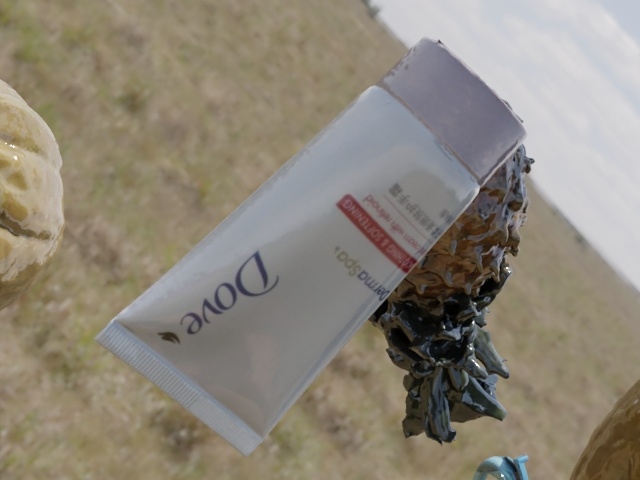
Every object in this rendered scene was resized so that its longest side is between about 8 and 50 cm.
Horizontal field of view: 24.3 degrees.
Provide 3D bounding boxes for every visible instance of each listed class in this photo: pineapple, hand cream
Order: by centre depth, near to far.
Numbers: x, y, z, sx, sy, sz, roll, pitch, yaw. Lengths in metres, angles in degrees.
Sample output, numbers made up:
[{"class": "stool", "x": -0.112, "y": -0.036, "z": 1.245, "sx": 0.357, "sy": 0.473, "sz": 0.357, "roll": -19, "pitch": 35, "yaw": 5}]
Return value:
[{"class": "hand cream", "x": 0.000, "y": 0.000, "z": 0.824, "sx": 0.133, "sy": 0.248, "sz": 0.083, "roll": 41, "pitch": 1, "yaw": -34}, {"class": "pineapple", "x": 0.098, "y": 0.021, "z": 1.154, "sx": 0.170, "sy": 0.141, "sz": 0.310, "roll": -74, "pitch": 160, "yaw": -49}]

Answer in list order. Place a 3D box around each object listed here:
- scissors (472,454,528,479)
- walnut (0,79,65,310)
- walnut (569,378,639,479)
[{"class": "scissors", "x": 0.255, "y": 0.435, "z": 1.733, "sx": 0.180, "sy": 0.032, "sz": 0.393, "roll": 10, "pitch": -66, "yaw": 56}, {"class": "walnut", "x": -0.318, "y": -0.040, "z": 1.134, "sx": 0.261, "sy": 0.225, "sz": 0.225, "roll": 18, "pitch": 27, "yaw": -48}, {"class": "walnut", "x": 0.307, "y": 0.214, "z": 1.154, "sx": 0.224, "sy": 0.257, "sz": 0.257, "roll": 35, "pitch": 5, "yaw": 6}]
